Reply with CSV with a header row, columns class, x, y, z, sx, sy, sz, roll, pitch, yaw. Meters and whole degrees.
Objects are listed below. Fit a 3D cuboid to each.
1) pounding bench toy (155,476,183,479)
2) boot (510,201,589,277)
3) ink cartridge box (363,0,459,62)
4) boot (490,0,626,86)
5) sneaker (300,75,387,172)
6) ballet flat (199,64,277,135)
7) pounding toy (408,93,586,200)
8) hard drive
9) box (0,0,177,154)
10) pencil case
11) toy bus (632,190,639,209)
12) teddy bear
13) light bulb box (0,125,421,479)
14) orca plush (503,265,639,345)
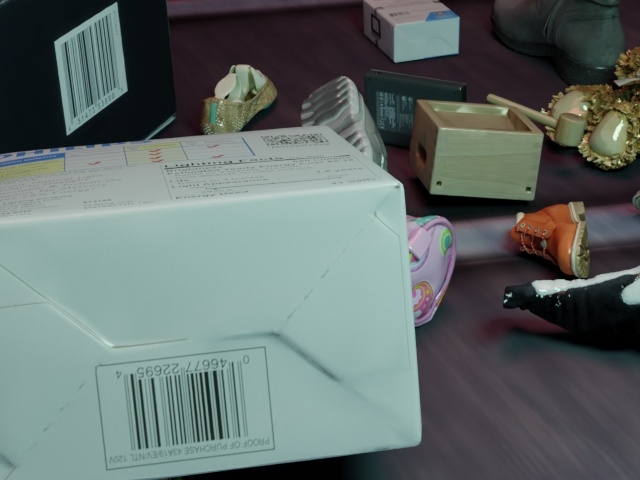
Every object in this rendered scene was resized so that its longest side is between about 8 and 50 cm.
class,x,y,z,sx,sy,sz,roll,pitch,yaw
pounding bench toy,-0.137,0.204,1.375,0.083,0.052,0.065,-2,25,-1
boot,0.249,0.002,1.780,0.084,0.059,0.158,-3,17,5
ink cartridge box,0.130,-0.328,2.478,0.104,0.060,0.180,-9,26,-14
boot,0.352,-0.369,2.358,0.118,0.223,0.338,-13,27,-20
sneaker,0.043,-0.073,1.895,0.105,0.115,0.281,-27,35,25
ballet flat,-0.106,-0.198,2.210,0.073,0.067,0.206,4,26,13
pounding toy,0.216,-0.110,1.985,0.206,0.094,0.181,3,19,-11
hard drive,0.120,-0.161,2.083,0.135,0.094,0.022,12,29,27
box,-0.494,-0.223,2.038,0.471,0.297,0.480,5,26,19
pencil case,0.000,0.000,1.718,0.284,0.124,0.124,18,32,33
toy bus,0.441,-0.038,1.781,0.191,0.202,0.104,8,57,6
teddy bear,0.448,-0.171,2.098,0.338,0.113,0.245,-31,30,-34
light bulb box,-0.125,0.042,1.437,0.358,0.225,0.361,-6,11,-7
orca plush,0.318,0.073,1.571,0.287,0.151,0.102,2,57,3
